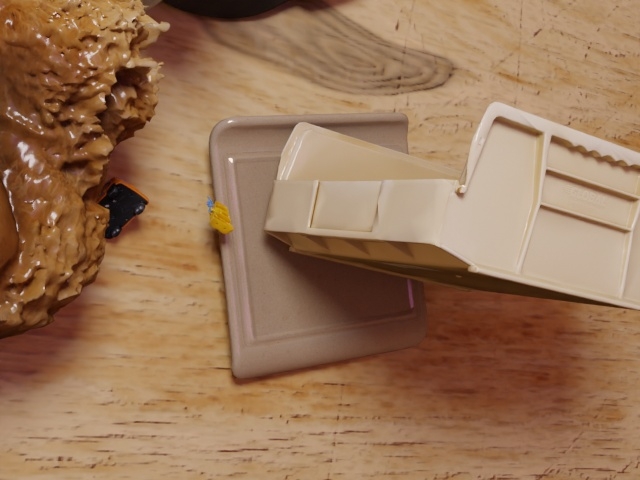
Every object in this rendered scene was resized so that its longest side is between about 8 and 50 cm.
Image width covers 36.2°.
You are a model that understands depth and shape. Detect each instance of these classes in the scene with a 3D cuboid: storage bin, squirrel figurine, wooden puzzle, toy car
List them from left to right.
[{"bbox_3d":[-0.309,-0.116,0.662,0.397,0.281,0.370,3,74,-46],"label":"squirrel figurine"},{"bbox_3d":[-0.141,-0.022,0.847,0.122,0.060,0.040,18,34,-23],"label":"toy car"},{"bbox_3d":[0.000,0.000,0.938,0.221,0.044,0.238,-6,94,-32],"label":"wooden puzzle"},{"bbox_3d":[0.128,-0.025,0.839,0.260,0.262,0.123,14,86,-33],"label":"storage bin"}]

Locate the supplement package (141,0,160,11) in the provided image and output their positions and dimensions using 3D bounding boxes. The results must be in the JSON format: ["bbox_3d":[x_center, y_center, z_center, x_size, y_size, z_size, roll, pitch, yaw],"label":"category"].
[{"bbox_3d":[-0.197,-0.311,0.738,0.262,0.204,0.145,34,71,-25],"label":"supplement package"}]

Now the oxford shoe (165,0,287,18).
[{"bbox_3d":[-0.059,-0.261,0.913,0.212,0.076,0.076,-17,66,-29],"label":"oxford shoe"}]
